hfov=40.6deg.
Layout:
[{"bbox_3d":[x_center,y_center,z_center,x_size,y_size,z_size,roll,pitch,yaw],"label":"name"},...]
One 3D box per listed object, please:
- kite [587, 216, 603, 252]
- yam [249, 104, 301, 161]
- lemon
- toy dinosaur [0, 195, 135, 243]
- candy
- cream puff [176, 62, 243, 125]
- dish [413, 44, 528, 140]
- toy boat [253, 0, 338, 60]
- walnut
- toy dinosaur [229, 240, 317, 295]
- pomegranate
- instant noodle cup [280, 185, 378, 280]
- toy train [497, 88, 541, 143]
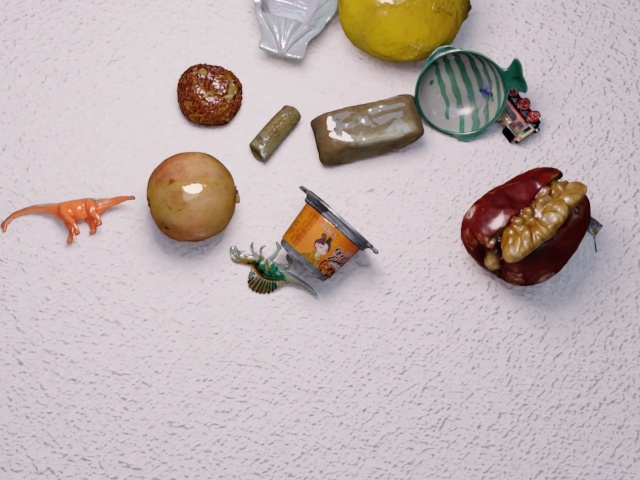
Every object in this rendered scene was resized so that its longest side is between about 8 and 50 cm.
[{"bbox_3d":[0.592,-0.016,1.888,0.044,0.002,0.078,18,74,0],"label":"kite"},{"bbox_3d":[-0.099,-0.231,1.854,0.054,0.054,0.132,38,75,5],"label":"yam"},{"bbox_3d":[0.180,-0.505,1.853,0.310,0.253,0.254,1,75,-21],"label":"lemon"},{"bbox_3d":[-0.513,-0.046,1.767,0.279,0.055,0.101,-17,68,-8],"label":"toy dinosaur"},{"bbox_3d":[0.101,-0.236,1.846,0.233,0.102,0.104,-13,79,-8],"label":"candy"},{"bbox_3d":[-0.236,-0.317,1.847,0.149,0.084,0.149,2,77,-7],"label":"cream puff"},{"bbox_3d":[0.319,-0.335,1.874,0.246,0.078,0.224,-14,117,19],"label":"dish"},{"bbox_3d":[-0.058,-0.528,1.911,0.199,0.100,0.290,15,74,-1],"label":"toy boat"},{"bbox_3d":[0.431,-0.040,1.755,0.221,0.244,0.269,44,71,7],"label":"walnut"},{"bbox_3d":[-0.103,0.068,1.784,0.106,0.044,0.187,-36,94,0],"label":"toy dinosaur"},{"bbox_3d":[-0.256,-0.090,1.736,0.191,0.191,0.191,1,75,-5],"label":"pomegranate"},{"bbox_3d":[0.000,0.000,1.751,0.208,0.177,0.125,41,89,28],"label":"instant noodle cup"},{"bbox_3d":[0.426,-0.285,1.919,0.087,0.050,0.138,-33,80,-9],"label":"toy train"}]
